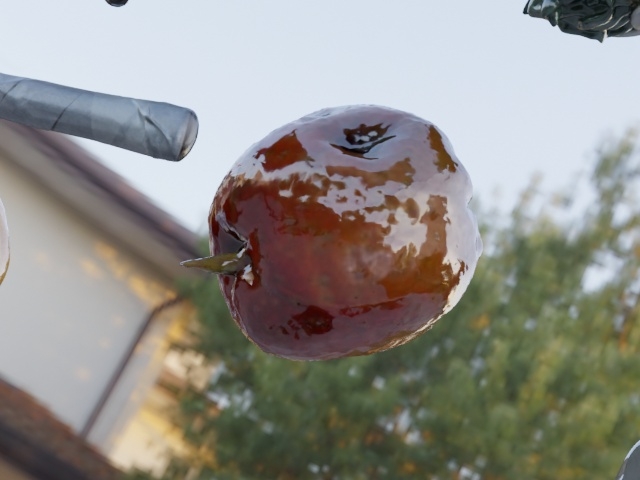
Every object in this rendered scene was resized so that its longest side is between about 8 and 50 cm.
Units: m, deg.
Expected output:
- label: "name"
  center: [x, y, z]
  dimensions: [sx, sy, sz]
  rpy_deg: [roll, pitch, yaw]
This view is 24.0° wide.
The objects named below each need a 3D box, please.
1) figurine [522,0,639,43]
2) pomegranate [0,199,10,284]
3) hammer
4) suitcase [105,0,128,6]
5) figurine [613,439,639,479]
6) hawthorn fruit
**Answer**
- label: "figurine"
  center: [0.371, -0.306, 1.492]
  dimensions: [0.382, 0.261, 0.186]
  rpy_deg: [-7, -18, 33]
- label: "pomegranate"
  center: [-0.426, -0.006, 1.540]
  dimensions: [0.209, 0.209, 0.209]
  rpy_deg: [23, -23, 10]
- label: "hammer"
  center: [-0.293, -0.128, 1.116]
  dimensions: [0.427, 0.152, 0.044]
  rpy_deg: [11, -24, 9]
- label: "suitcase"
  center: [-0.161, -0.403, 1.353]
  dimensions: [0.229, 0.152, 0.335]
  rpy_deg: [-110, -171, -68]
- label: "figurine"
  center: [0.335, 0.237, 1.175]
  dimensions: [0.203, 0.248, 0.380]
  rpy_deg: [5, 3, 27]
- label: "hawthorn fruit"
  center: [0.021, -0.004, 1.416]
  dimensions: [0.258, 0.262, 0.258]
  rpy_deg: [60, 4, -7]
